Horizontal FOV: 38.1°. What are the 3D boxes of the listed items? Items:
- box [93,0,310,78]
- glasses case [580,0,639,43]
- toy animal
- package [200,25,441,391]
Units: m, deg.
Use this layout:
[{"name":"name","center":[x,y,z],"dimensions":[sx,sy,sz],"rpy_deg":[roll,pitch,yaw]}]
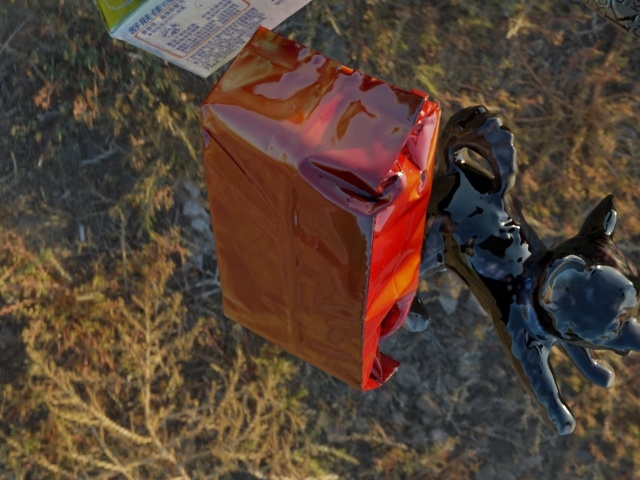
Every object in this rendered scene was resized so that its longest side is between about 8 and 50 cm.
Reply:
[{"name":"box","center":[-0.068,-0.275,0.841],"dimensions":[0.265,0.097,0.168],"rpy_deg":[-33,162,21]},{"name":"glasses case","center":[0.408,-0.342,1.181],"dimensions":[0.355,0.085,0.137],"rpy_deg":[41,124,14]},{"name":"toy animal","center":[0.246,0.022,1.095],"dimensions":[0.194,0.344,0.302],"rpy_deg":[-37,151,-41]},{"name":"package","center":[0.000,-0.001,0.920],"dimensions":[0.123,0.196,0.423],"rpy_deg":[-48,156,-32]}]
